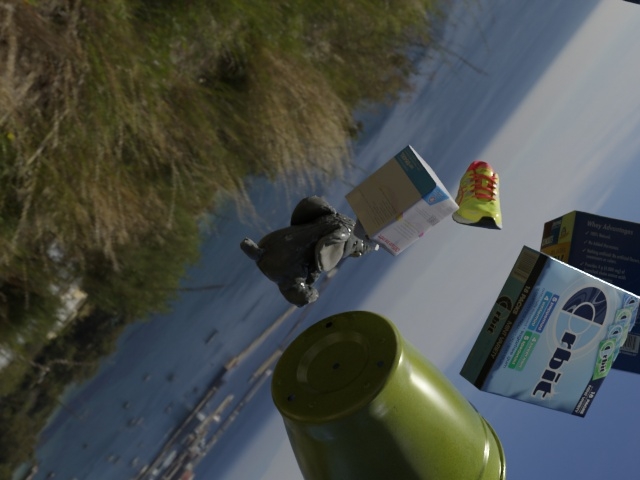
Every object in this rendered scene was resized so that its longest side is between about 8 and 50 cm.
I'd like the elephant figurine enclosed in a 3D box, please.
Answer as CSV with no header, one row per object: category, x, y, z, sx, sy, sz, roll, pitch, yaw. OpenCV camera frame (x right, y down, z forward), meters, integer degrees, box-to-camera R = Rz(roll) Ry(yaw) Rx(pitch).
elephant figurine,0.000,0.000,1.436,0.239,0.169,0.186,-39,177,2

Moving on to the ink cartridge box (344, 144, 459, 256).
ink cartridge box,0.113,-0.052,1.122,0.143,0.090,0.092,-37,145,13

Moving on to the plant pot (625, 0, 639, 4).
plant pot,0.716,-0.609,1.591,0.167,0.188,0.187,-11,170,-10

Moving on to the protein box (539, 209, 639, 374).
protein box,0.418,0.082,1.069,0.136,0.200,0.201,99,3,-84

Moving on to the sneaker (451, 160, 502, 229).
sneaker,0.275,-0.084,1.305,0.208,0.082,0.094,-85,-174,-68

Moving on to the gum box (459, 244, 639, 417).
gum box,0.260,0.106,0.830,0.041,0.184,0.157,36,-77,56

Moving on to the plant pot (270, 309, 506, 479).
plant pot,0.095,0.320,1.317,0.367,0.353,0.366,-20,-146,14
